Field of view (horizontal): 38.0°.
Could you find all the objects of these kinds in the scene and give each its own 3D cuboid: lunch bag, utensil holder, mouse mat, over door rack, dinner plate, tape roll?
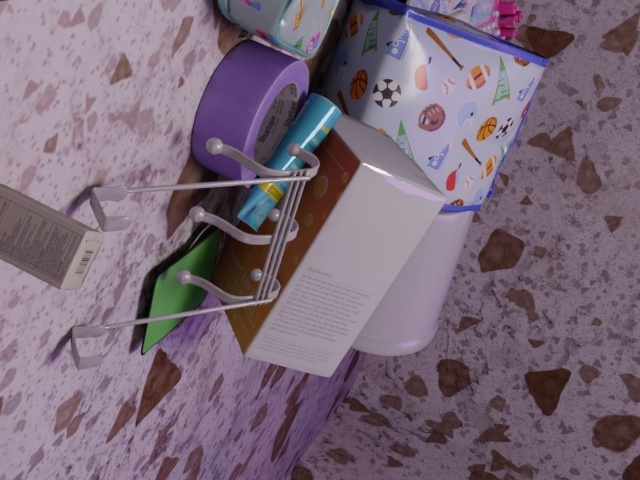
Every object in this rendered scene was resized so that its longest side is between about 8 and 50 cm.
[{"bbox_3d":[0.196,-0.234,1.663,0.385,0.239,0.328,10,111,-30],"label":"lunch bag"},{"bbox_3d":[0.165,0.017,2.164,0.327,0.327,0.386,-46,155,-55],"label":"utensil holder"},{"bbox_3d":[-0.206,0.073,1.390,0.189,0.007,0.153,-43,155,-55],"label":"mouse mat"},{"bbox_3d":[-0.168,0.001,1.172,0.324,0.108,0.240,-17,138,-39],"label":"over door rack"},{"bbox_3d":[-0.189,0.031,1.431,0.141,0.017,0.141,-60,167,-23],"label":"dinner plate"},{"bbox_3d":[-0.019,-0.366,1.143,0.279,0.107,0.224,-65,173,9],"label":"lunch bag"},{"bbox_3d":[-0.094,-0.173,1.278,0.189,0.080,0.189,-59,166,-25],"label":"tape roll"}]

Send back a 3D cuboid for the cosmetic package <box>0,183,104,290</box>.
[{"bbox_3d":[-0.261,-0.005,0.840,0.060,0.115,0.041,-64,169,1],"label":"cosmetic package"}]

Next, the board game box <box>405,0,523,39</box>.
[{"bbox_3d":[0.294,-0.414,1.944,0.390,0.050,0.390,36,68,-51],"label":"board game box"}]

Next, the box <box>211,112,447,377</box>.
[{"bbox_3d":[0.000,0.000,1.426,0.345,0.168,0.215,-58,-146,18],"label":"box"}]

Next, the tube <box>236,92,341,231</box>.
[{"bbox_3d":[-0.048,-0.109,1.310,0.207,0.052,0.080,-57,154,-4],"label":"tube"}]
